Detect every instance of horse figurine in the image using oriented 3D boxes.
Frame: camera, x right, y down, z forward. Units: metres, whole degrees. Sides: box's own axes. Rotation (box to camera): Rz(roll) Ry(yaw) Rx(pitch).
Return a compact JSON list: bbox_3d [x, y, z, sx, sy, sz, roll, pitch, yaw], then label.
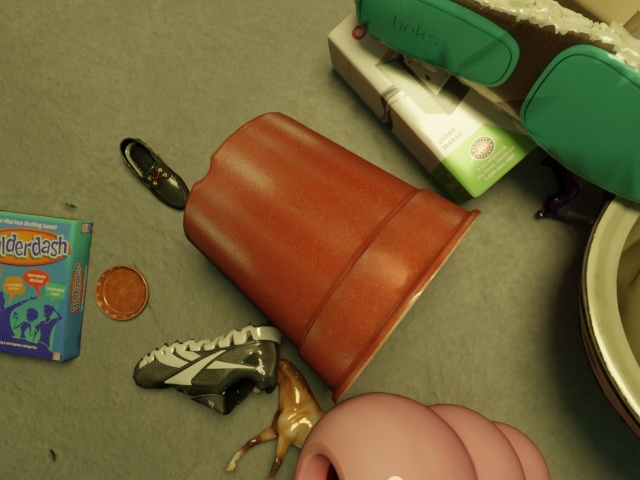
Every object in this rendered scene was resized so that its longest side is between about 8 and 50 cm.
[{"bbox_3d":[-0.007,0.298,0.655,0.263,0.066,0.174,30,77,13],"label":"horse figurine"}]

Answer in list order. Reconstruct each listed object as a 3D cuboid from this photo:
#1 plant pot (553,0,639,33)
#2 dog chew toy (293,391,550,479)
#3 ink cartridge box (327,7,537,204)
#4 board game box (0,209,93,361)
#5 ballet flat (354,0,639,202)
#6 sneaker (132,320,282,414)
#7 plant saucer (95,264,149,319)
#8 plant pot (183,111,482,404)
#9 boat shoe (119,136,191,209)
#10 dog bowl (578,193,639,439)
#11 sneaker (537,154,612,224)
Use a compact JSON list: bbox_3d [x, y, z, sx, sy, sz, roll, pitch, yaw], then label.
[{"bbox_3d":[0.358,-0.303,0.596,0.109,0.109,0.096,-46,74,5],"label":"plant pot"},{"bbox_3d":[0.139,0.285,0.557,0.332,0.207,0.206,10,93,-30],"label":"dog chew toy"},{"bbox_3d":[0.170,-0.213,0.608,0.198,0.115,0.273,-42,87,5],"label":"ink cartridge box"},{"bbox_3d":[-0.440,0.064,0.715,0.160,0.047,0.210,6,91,6],"label":"board game box"},{"bbox_3d":[0.227,-0.199,0.484,0.409,0.147,0.147,35,95,4],"label":"ballet flat"},{"bbox_3d":[-0.158,0.188,0.649,0.234,0.078,0.106,-16,60,13],"label":"sneaker"},{"bbox_3d":[-0.299,0.078,0.717,0.084,0.013,0.083,0,90,6],"label":"plant saucer"},{"bbox_3d":[0.000,0.000,0.573,0.265,0.272,0.272,37,95,13],"label":"plant pot"},{"bbox_3d":[-0.242,-0.096,0.694,0.049,0.042,0.133,-42,88,3],"label":"boat shoe"},{"bbox_3d":[0.478,0.089,0.493,0.408,0.150,0.407,-5,67,12],"label":"dog bowl"},{"bbox_3d":[0.343,-0.133,0.610,0.098,0.083,0.223,7,93,11],"label":"sneaker"}]
